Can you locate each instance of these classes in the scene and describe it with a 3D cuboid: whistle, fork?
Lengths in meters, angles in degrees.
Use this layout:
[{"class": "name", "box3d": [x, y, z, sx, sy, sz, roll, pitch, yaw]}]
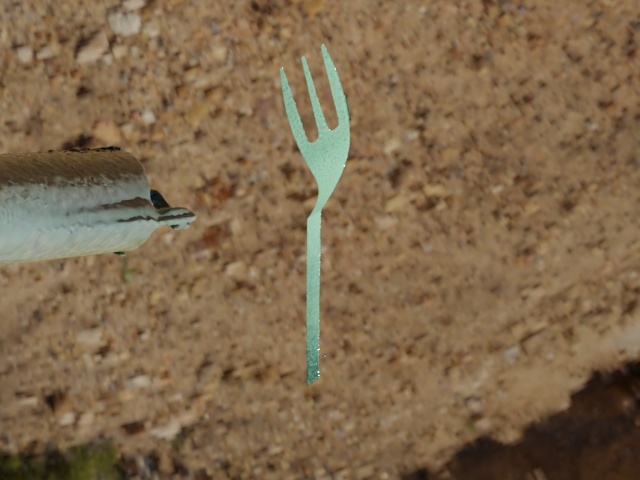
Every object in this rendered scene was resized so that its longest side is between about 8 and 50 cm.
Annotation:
[{"class": "whistle", "box3d": [-0.162, -0.013, 0.694, 0.326, 0.068, 0.057, -7, 121, -66]}, {"class": "fork", "box3d": [0.001, 0.001, 0.779, 0.039, 0.021, 0.235, -31, 139, -28]}]
